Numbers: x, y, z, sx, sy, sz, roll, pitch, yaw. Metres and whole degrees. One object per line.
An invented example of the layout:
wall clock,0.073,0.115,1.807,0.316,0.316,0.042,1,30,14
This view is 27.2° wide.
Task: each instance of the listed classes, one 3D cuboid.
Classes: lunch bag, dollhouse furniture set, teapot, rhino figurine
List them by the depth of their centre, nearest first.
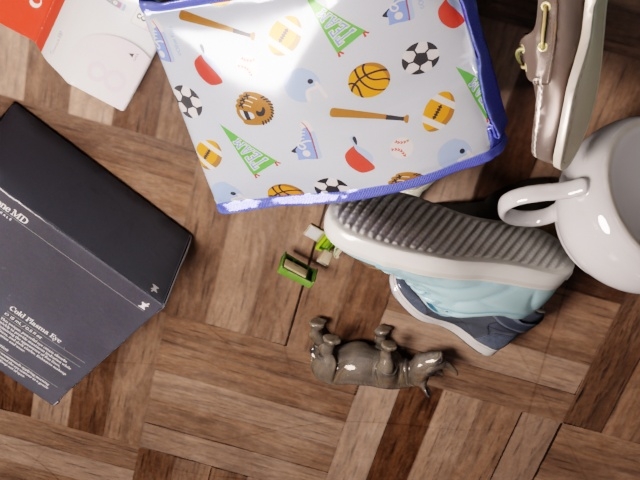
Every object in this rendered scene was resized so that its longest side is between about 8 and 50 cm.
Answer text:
lunch bag,0.023,-0.231,1.674,0.385,0.239,0.327,-5,126,24
teapot,0.401,-0.033,1.768,0.256,0.252,0.187,51,146,-5
dollhouse furniture set,0.000,0.000,1.956,0.059,0.076,0.151,29,128,-12
rhino figurine,0.097,0.191,2.088,0.243,0.073,0.106,8,125,4

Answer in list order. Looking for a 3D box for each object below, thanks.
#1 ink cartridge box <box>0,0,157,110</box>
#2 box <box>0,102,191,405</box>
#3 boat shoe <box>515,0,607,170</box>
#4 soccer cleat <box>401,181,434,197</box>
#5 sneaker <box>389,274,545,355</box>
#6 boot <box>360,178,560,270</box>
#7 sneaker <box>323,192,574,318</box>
ink cartridge box,-0.330,-0.306,1.800,0.232,0.066,0.189,24,128,-13
box,-0.431,0.029,2.000,0.343,0.179,0.312,38,126,-18
boat shoe,0.297,-0.252,1.634,0.097,0.116,0.324,13,107,21
soccer cleat,0.122,-0.084,1.865,0.068,0.076,0.196,28,128,-11
sneaker,0.228,0.074,1.951,0.226,0.086,0.163,29,139,-24
boot,0.205,0.008,1.910,0.305,0.112,0.115,-13,134,18
sneaker,0.157,0.044,1.770,0.366,0.135,0.150,14,125,-21
